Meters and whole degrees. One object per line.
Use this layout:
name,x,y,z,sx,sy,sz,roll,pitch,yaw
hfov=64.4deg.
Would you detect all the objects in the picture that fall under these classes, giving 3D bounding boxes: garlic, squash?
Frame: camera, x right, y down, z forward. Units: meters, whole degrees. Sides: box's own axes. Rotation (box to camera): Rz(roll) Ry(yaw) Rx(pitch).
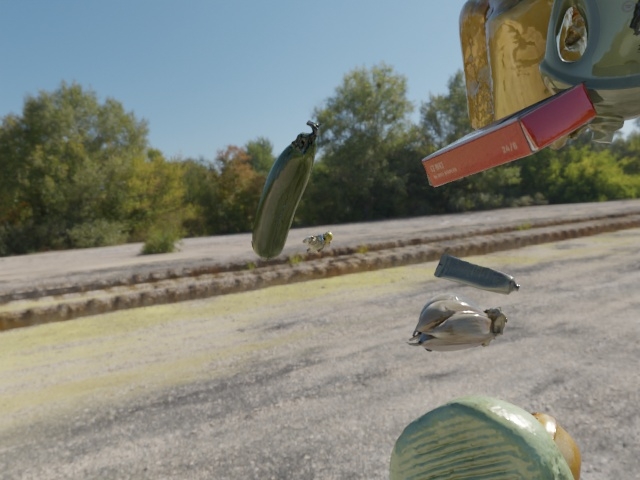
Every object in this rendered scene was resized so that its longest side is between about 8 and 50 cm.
garlic,0.400,0.270,1.533,0.291,0.210,0.237,-2,15,6
squash,-0.077,-0.097,1.057,0.087,0.332,0.087,17,31,-11

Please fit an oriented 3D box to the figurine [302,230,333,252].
figurine,0.000,0.000,1.289,0.083,0.047,0.050,-16,-17,-37

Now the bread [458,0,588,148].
bread,0.473,-0.423,1.144,0.250,0.395,0.361,-13,22,4

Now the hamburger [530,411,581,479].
hamburger,0.385,0.429,0.945,0.147,0.237,0.237,25,10,12

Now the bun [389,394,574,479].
bun,0.195,0.287,0.606,0.221,0.222,0.108,-1,2,39

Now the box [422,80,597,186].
box,0.245,-0.137,0.705,0.122,0.050,0.229,-29,5,-20

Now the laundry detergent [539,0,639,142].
laundry detergent,0.386,-0.256,0.658,0.181,0.254,0.091,12,11,24

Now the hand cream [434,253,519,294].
hand cream,0.313,0.071,1.018,0.165,0.057,0.037,17,-24,29
